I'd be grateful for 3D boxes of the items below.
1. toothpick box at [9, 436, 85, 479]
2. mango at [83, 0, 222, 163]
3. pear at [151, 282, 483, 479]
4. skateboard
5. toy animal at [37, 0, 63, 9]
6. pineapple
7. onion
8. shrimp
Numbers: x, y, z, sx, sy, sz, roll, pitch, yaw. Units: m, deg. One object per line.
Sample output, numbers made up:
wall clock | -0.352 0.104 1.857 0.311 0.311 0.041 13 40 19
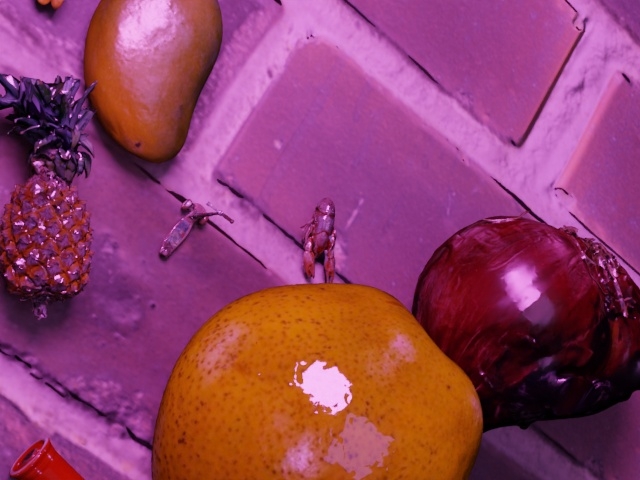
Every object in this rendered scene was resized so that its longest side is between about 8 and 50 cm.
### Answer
toothpick box | -0.233 0.220 1.034 0.083 0.047 0.047 49 66 -17
mango | -0.160 -0.175 1.086 0.122 0.086 0.191 24 74 -28
pear | -0.009 0.182 1.038 0.294 0.294 0.294 3 84 -28
skateboard | -0.119 -0.012 1.095 0.032 0.083 0.064 43 69 -19
toy animal | -0.226 -0.290 1.080 0.070 0.083 0.159 19 87 -53
pineapple | -0.250 -0.040 1.024 0.103 0.083 0.221 0 88 1
onion | 0.222 0.092 1.203 0.281 0.221 0.280 -15 122 -25
shrimp | -0.003 0.002 1.188 0.038 0.029 0.092 -3 91 -29
